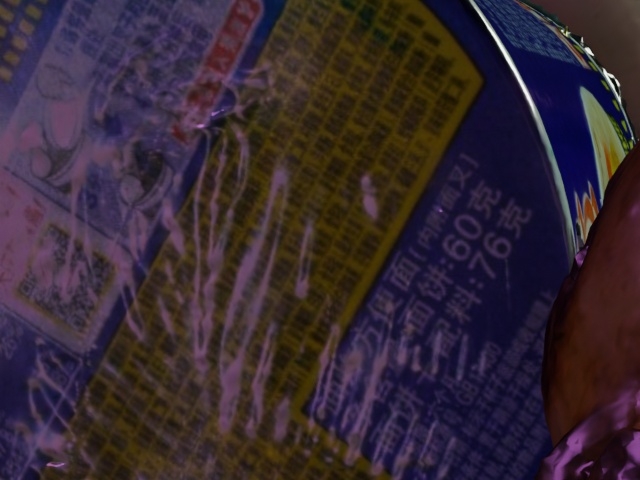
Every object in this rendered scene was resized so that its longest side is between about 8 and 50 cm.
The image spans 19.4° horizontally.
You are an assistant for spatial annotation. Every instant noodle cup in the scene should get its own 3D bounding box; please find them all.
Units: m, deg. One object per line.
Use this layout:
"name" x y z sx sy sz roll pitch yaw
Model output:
"instant noodle cup" 0.000 0.000 0.694 0.284 0.284 0.312 -29 -4 22

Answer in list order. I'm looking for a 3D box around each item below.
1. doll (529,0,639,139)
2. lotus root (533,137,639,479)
"doll" 0.271 -0.198 1.191 0.370 0.215 0.226 -28 21 14
"lotus root" 0.137 0.007 0.402 0.260 0.128 0.145 -35 16 -29
